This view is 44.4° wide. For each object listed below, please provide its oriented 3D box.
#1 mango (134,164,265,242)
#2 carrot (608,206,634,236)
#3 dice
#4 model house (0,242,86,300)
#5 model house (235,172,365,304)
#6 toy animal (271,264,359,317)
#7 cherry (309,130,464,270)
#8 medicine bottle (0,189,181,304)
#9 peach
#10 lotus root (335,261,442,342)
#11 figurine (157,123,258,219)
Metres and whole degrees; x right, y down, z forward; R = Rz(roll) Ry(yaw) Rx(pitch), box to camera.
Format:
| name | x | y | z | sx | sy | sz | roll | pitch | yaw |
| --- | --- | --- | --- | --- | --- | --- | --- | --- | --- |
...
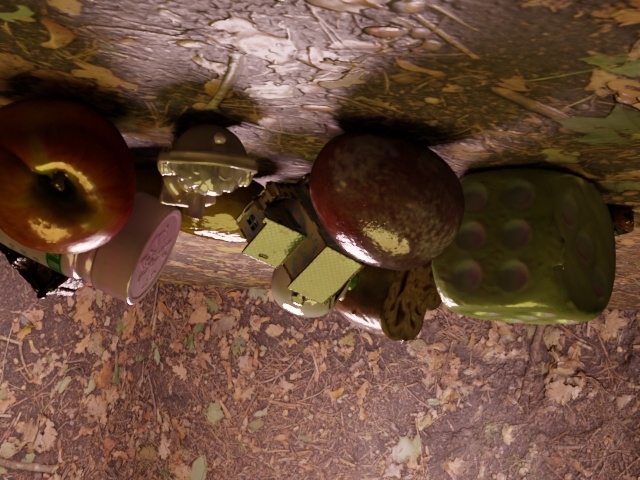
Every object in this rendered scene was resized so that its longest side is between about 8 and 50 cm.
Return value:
| name | x | y | z | sx | sy | sz | roll | pitch | yaw |
| --- | --- | --- | --- | --- | --- | --- | --- | --- | --- |
| mango | -0.250 | -0.079 | 1.619 | 0.332 | 0.142 | 0.195 | 12 | 167 | 15 |
| carrot | 0.501 | -0.042 | 1.562 | 0.229 | 0.069 | 0.069 | 4 | 170 | 17 |
| dice | 0.368 | 0.016 | 1.410 | 0.254 | 0.251 | 0.250 | -5 | 166 | 40 |
| model house | -0.634 | 0.006 | 1.904 | 0.297 | 0.282 | 0.317 | 7 | 171 | -1 |
| model house | 0.000 | 0.000 | 1.502 | 0.271 | 0.206 | 0.178 | 1 | 143 | -51 |
| toy animal | -0.006 | 0.044 | 1.802 | 0.213 | 0.266 | 0.212 | 1 | 168 | 0 |
| cherry | 0.110 | -0.059 | 1.250 | 0.236 | 0.212 | 0.285 | -14 | 150 | 41 |
| medicine bottle | -0.454 | -0.037 | 1.484 | 0.326 | 0.212 | 0.212 | 26 | 171 | 3 |
| peach | -0.418 | -0.106 | 1.247 | 0.281 | 0.238 | 0.281 | 45 | 178 | 2 |
| lotus root | 0.174 | 0.098 | 1.948 | 0.250 | 0.316 | 0.316 | 12 | 177 | 42 |
| figurine | -0.195 | -0.117 | 1.306 | 0.163 | 0.141 | 0.237 | 5 | 172 | -26 |
